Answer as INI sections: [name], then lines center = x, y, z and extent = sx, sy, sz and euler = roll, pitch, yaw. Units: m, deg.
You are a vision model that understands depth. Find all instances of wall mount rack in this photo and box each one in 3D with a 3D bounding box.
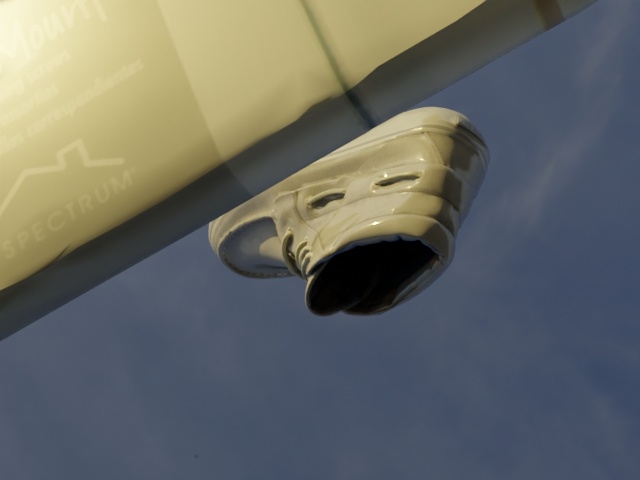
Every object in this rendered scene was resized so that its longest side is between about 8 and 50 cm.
[wall mount rack]
center = -0.070, -0.118, 0.381
extent = 0.350, 0.130, 0.304
euler = -30, -126, 9

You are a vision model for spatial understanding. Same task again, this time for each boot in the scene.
[boot]
center = 0.000, 0.000, 1.149
extent = 0.095, 0.258, 0.123
euler = 41, -133, -24
